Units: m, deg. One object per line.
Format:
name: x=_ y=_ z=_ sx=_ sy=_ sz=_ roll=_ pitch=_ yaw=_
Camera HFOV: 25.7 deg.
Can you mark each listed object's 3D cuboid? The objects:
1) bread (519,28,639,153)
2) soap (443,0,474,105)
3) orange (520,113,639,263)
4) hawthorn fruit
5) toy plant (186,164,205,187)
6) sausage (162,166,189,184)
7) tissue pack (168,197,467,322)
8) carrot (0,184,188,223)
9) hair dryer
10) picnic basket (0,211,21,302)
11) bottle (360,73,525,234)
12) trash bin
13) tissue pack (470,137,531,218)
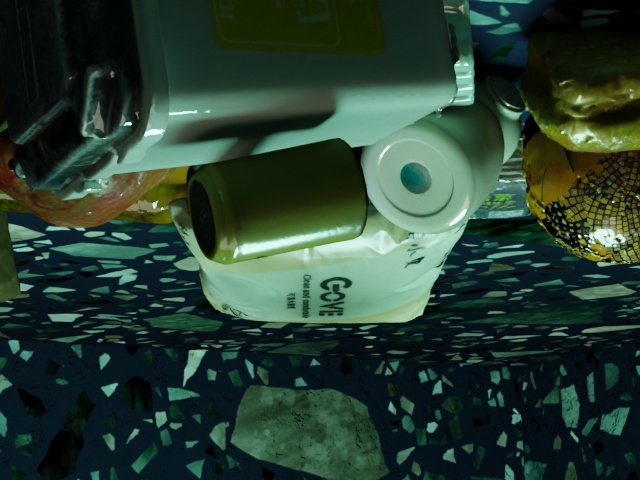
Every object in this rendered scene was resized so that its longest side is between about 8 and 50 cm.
bread: x=0.414 y=-0.164 z=1.530 sx=0.380 sy=0.109 sz=0.185 roll=-1 pitch=-156 yaw=-6
soap: x=0.028 y=-0.193 z=1.485 sx=0.265 sy=0.087 sz=0.160 roll=-4 pitch=168 yaw=7
orange: x=0.347 y=-0.083 z=1.672 sx=0.182 sy=0.234 sz=0.234 roll=-39 pitch=148 yaw=30
hawthorn fruit: x=-0.255 y=-0.123 z=1.421 sx=0.224 sy=0.224 sz=0.261 roll=-5 pitch=180 yaw=14
toy plant: x=-0.044 y=-0.113 z=1.645 sx=0.232 sy=0.112 sz=0.243 roll=-32 pitch=-162 yaw=-18
sausage: x=-0.243 y=-0.125 z=1.714 sx=0.274 sy=0.105 sz=0.105 roll=6 pitch=165 yaw=-35
tissue pack: x=0.000 y=0.000 z=1.943 sx=0.390 sy=0.195 sz=0.375 roll=-2 pitch=164 yaw=-1
carrot: x=-0.317 y=-0.083 z=1.881 sx=0.302 sy=0.114 sz=0.114 roll=4 pitch=166 yaw=-11
hair dryer: x=-0.072 y=-0.029 z=1.276 sx=0.135 sy=0.090 sz=0.279 roll=-13 pitch=-177 yaw=-21
picnic basket: x=-0.608 y=0.012 z=1.909 sx=0.291 sy=0.254 sz=0.321 roll=-14 pitch=176 yaw=36
bottle: x=0.159 y=-0.115 z=1.649 sx=0.147 sy=0.147 sz=0.236 roll=-11 pitch=-162 yaw=34
trash bin: x=-0.094 y=-0.176 z=1.253 sx=0.368 sy=0.255 sz=0.296 roll=-4 pitch=168 yaw=-30
tissue pack: x=0.231 y=-0.087 z=2.020 sx=0.173 sy=0.073 sz=0.235 roll=-1 pitch=167 yaw=4
